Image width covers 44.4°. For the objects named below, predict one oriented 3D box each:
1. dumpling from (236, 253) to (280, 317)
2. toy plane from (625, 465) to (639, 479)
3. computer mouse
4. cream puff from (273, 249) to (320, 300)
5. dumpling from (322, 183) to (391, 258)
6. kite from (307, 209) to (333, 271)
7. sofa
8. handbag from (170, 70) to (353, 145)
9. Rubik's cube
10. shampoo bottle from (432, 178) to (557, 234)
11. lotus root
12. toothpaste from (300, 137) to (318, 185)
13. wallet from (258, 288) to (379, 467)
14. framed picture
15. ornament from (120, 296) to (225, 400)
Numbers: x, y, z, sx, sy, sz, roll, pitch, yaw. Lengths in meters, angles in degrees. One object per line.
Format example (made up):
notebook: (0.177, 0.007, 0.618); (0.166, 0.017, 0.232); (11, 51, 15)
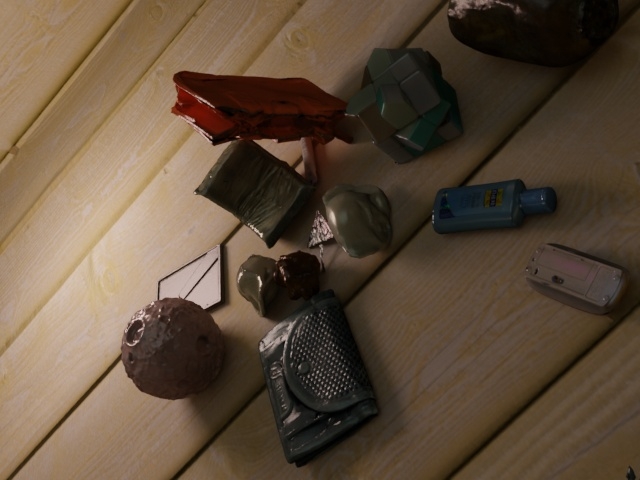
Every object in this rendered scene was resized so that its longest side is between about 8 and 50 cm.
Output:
dumpling: (-0.151, 0.116, 1.913); (0.111, 0.155, 0.181); (6, 27, 14)
toy plane: (0.543, 0.321, 1.141); (0.222, 0.104, 0.327); (-12, 54, 38)
computer mouse: (0.461, 0.067, 1.410); (0.199, 0.044, 0.102); (23, 84, 47)
cream puff: (-0.050, 0.084, 1.845); (0.116, 0.094, 0.122); (-35, 54, -20)
dumpling: (0.092, -0.050, 1.791); (0.151, 0.124, 0.229); (-13, 55, -7)
kite: (0.000, 0.000, 1.878); (0.139, 0.011, 0.157); (-26, 66, 58)
sofa: (-0.166, -0.130, 1.977); (0.210, 0.225, 0.176); (-51, 26, 6)
handbag: (-0.146, -0.330, 1.953); (0.303, 0.409, 0.116); (36, 123, 47)
Rubik's cube: (0.181, -0.306, 1.772); (0.224, 0.213, 0.266); (-25, 54, 29)
shampoo bottle: (0.350, -0.071, 1.586); (0.258, 0.061, 0.104); (-5, 64, 41)
lotus root: (0.448, -0.489, 1.620); (0.346, 0.250, 0.251); (34, 91, 47)
toothpaste: (-0.031, -0.220, 2.059); (0.048, 0.031, 0.191); (-38, 47, 38)
wallet: (-0.019, 0.288, 1.713); (0.237, 0.075, 0.342); (-36, 45, 18)
framed picture: (-0.364, 0.139, 2.164); (0.265, 0.018, 0.192); (-29, 49, 29)
ornament: (-0.373, 0.264, 1.943); (0.259, 0.225, 0.260); (-21, 54, 32)
